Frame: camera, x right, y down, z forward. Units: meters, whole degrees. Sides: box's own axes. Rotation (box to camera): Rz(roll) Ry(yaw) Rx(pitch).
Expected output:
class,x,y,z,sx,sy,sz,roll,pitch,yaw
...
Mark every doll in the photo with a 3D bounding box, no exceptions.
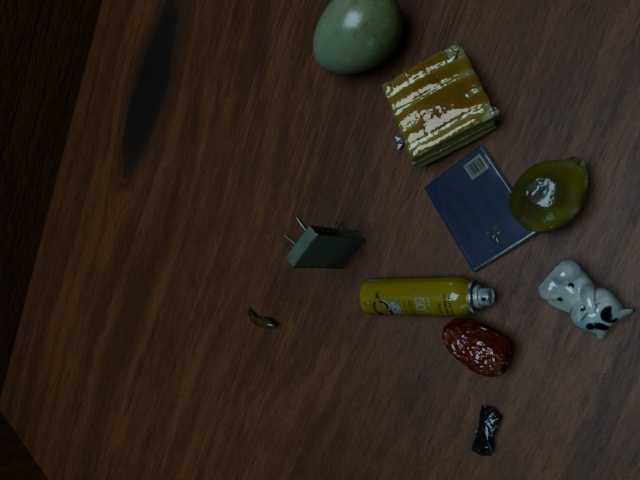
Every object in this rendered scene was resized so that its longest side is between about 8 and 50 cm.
class,x,y,z,sx,sy,sz,roll,pitch,yaw
doll,0.571,0.125,1.173,0.180,0.107,0.110,49,122,29

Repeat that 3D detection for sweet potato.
class,x,y,z,sx,sy,sz,roll,pitch,yaw
sweet potato,-0.199,0.267,1.779,0.153,0.038,0.041,20,75,44

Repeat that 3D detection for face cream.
class,x,y,z,sx,sy,sz,roll,pitch,yaw
face cream,0.275,0.146,1.393,0.349,0.105,0.105,-4,84,36

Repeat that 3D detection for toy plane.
class,x,y,z,sx,sy,sz,roll,pitch,yaw
toy plane,0.248,-0.282,1.489,0.083,0.031,0.078,-10,96,38

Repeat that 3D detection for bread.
class,x,y,z,sx,sy,sz,roll,pitch,yaw
bread,0.308,-0.352,1.383,0.246,0.111,0.239,-25,74,21

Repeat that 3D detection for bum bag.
class,x,y,z,sx,sy,sz,roll,pitch,yaw
bum bag,0.408,0.470,1.314,0.058,0.034,0.124,17,96,45

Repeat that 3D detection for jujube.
class,x,y,z,sx,sy,sz,roll,pitch,yaw
jujube,0.382,0.258,1.311,0.112,0.109,0.176,-46,45,-17

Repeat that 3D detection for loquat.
class,x,y,z,sx,sy,sz,roll,pitch,yaw
loquat,0.520,-0.105,1.207,0.152,0.152,0.195,53,124,27

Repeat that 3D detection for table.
class,x,y,z,sx,sy,sz,roll,pitch,yaw
table,0.000,0.000,1.522,0.121,0.240,0.111,-52,60,21

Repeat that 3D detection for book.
class,x,y,z,sx,sy,sz,roll,pitch,yaw
book,0.403,-0.081,1.364,0.191,0.025,0.269,-38,66,29

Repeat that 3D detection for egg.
class,x,y,z,sx,sy,sz,roll,pitch,yaw
egg,0.095,-0.584,1.509,0.295,0.218,0.218,-21,75,43
